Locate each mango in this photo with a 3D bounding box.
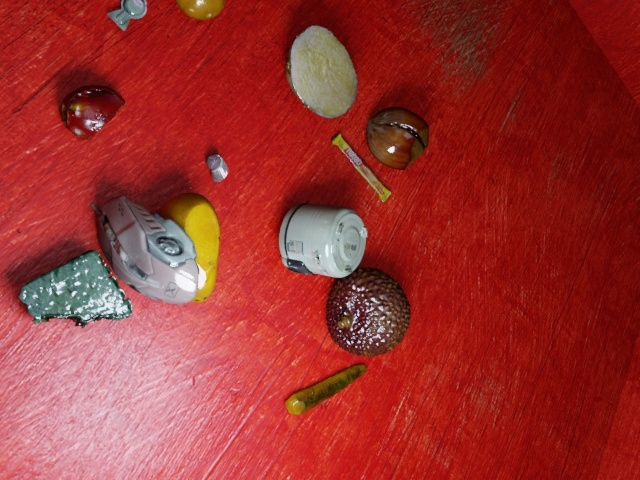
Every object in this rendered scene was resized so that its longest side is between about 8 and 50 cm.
[{"bbox_3d":[-0.347,0.021,1.456,0.160,0.191,0.290,-3,81,-41],"label":"mango"}]

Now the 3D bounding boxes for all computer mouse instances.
[{"bbox_3d":[-0.450,0.015,1.348,0.389,0.199,0.115,38,22,15],"label":"computer mouse"}]

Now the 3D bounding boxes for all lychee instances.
[{"bbox_3d":[0.150,0.220,1.708,0.304,0.276,0.275,-11,89,-54],"label":"lychee"}]

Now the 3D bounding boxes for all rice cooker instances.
[{"bbox_3d":[0.000,0.000,1.663,0.226,0.244,0.225,-20,115,-54],"label":"rice cooker"}]

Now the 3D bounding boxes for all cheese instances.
[{"bbox_3d":[-0.529,-0.639,1.536,0.067,0.026,0.120,44,63,-19],"label":"cheese"}]

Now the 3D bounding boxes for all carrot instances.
[{"bbox_3d":[0.028,0.452,1.721,0.314,0.066,0.066,-19,94,-37],"label":"carrot"}]

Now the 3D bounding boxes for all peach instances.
[{"bbox_3d":[-0.577,-0.337,1.422,0.172,0.092,0.127,-29,96,-30],"label":"peach"}]

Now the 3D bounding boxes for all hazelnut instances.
[{"bbox_3d":[0.264,-0.361,1.920,0.181,0.181,0.212,41,72,-43],"label":"hazelnut"}]

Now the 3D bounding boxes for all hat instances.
[{"bbox_3d":[-0.307,-0.214,1.615,0.058,0.042,0.087,-38,138,-28],"label":"hat"}]

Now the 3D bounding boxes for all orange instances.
[{"bbox_3d":[-0.349,-0.723,1.607,0.156,0.124,0.156,8,75,-32],"label":"orange"}]

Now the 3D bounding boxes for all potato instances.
[{"bbox_3d":[-0.016,-0.536,1.804,0.239,0.116,0.299,-52,122,-20],"label":"potato"}]

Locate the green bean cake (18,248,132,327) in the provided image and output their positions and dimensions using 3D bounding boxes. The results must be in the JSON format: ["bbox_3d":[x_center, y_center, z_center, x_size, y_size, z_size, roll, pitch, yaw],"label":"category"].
[{"bbox_3d":[-0.590,0.147,1.334,0.208,0.107,0.193,-33,104,-31],"label":"green bean cake"}]

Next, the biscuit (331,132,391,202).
[{"bbox_3d":[0.141,-0.251,1.915,0.048,0.026,0.292,-47,109,-8],"label":"biscuit"}]
